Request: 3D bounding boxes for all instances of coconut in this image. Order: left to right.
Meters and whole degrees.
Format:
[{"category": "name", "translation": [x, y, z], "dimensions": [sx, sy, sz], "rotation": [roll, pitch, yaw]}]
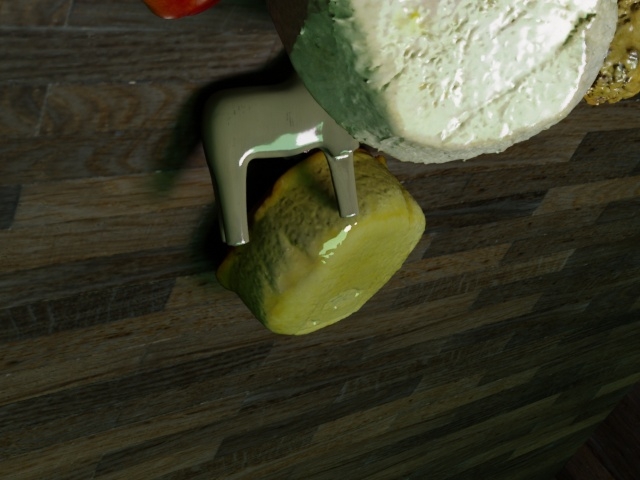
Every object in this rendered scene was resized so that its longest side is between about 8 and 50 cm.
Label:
[{"category": "coconut", "translation": [0.095, -0.247, 0.899], "dimensions": [0.297, 0.309, 0.298], "rotation": [-5, 121, -8]}]

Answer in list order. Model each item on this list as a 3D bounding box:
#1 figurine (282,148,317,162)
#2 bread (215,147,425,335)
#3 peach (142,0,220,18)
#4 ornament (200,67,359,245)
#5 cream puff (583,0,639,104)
[{"category": "figurine", "translation": [0.001, -0.143, 1.172], "dimensions": [0.072, 0.054, 0.129], "rotation": [-2, 136, -53]}, {"category": "bread", "translation": [0.000, 0.000, 1.264], "dimensions": [0.269, 0.148, 0.270], "rotation": [-32, 155, -17]}, {"category": "peach", "translation": [-0.119, -0.246, 0.863], "dimensions": [0.100, 0.101, 0.101], "rotation": [-28, 148, -19]}, {"category": "ornament", "translation": [-0.017, -0.134, 1.089], "dimensions": [0.230, 0.061, 0.245], "rotation": [-10, 100, -13]}, {"category": "cream puff", "translation": [0.413, -0.267, 1.381], "dimensions": [0.189, 0.129, 0.189], "rotation": [-29, 147, -21]}]
